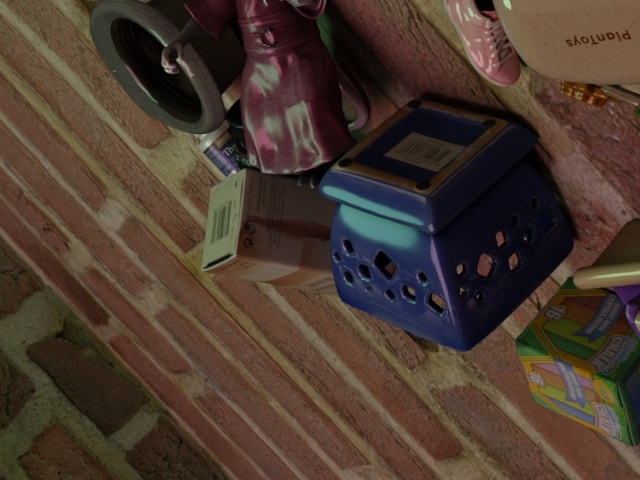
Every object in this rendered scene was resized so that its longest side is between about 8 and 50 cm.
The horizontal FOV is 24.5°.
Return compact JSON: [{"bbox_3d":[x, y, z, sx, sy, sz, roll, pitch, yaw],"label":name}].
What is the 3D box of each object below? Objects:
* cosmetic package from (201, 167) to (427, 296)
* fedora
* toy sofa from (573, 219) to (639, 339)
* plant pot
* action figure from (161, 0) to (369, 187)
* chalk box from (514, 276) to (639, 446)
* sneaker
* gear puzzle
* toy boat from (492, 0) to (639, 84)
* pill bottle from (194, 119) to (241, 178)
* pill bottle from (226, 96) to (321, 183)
[{"bbox_3d":[0.000,0.000,2.051,0.296,0.129,0.153,10,166,-20],"label":"cosmetic package"},{"bbox_3d":[-0.202,-0.277,2.126,0.244,0.124,0.275,54,159,-17],"label":"fedora"},{"bbox_3d":[0.451,0.155,1.723,0.362,0.177,0.150,52,154,-16],"label":"toy sofa"},{"bbox_3d":[0.148,-0.036,1.842,0.236,0.236,0.212,21,140,43],"label":"plant pot"},{"bbox_3d":[-0.038,-0.265,1.886,0.248,0.275,0.370,1,113,36],"label":"action figure"},{"bbox_3d":[0.381,0.162,1.896,0.213,0.132,0.132,21,146,40],"label":"chalk box"},{"bbox_3d":[0.194,-0.234,1.667,0.134,0.051,0.070,56,159,-14],"label":"sneaker"},{"bbox_3d":[0.367,-0.106,1.491,0.339,0.044,0.175,29,-167,32],"label":"gear puzzle"},{"bbox_3d":[0.272,-0.289,1.372,0.267,0.148,0.318,2,138,35],"label":"toy boat"},{"bbox_3d":[-0.147,-0.146,2.312,0.120,0.067,0.067,46,155,-4],"label":"pill bottle"},{"bbox_3d":[-0.053,-0.111,2.156,0.122,0.123,0.219,19,144,44],"label":"pill bottle"}]
